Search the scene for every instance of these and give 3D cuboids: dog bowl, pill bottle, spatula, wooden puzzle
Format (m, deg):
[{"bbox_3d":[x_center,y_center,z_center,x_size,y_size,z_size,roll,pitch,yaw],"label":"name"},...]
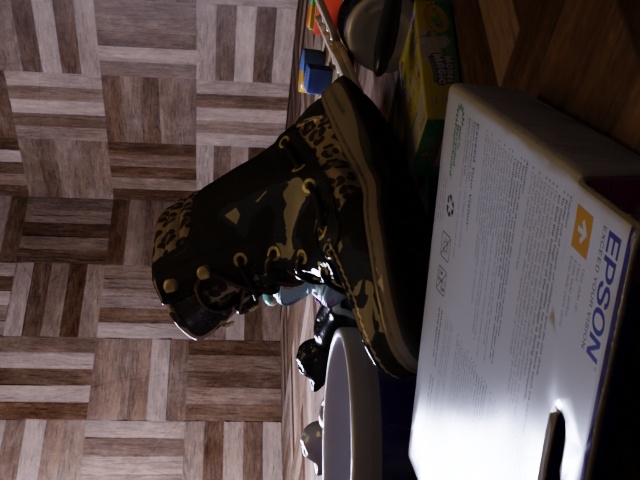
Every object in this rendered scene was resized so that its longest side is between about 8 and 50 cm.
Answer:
[{"bbox_3d":[0.067,0.226,1.037,0.265,0.104,0.264,-179,90,-85],"label":"dog bowl"},{"bbox_3d":[0.070,-0.267,1.194,0.169,0.094,0.094,-105,17,-70],"label":"pill bottle"},{"bbox_3d":[0.100,-0.305,1.033,0.084,0.030,0.296,110,180,-74],"label":"spatula"},{"bbox_3d":[0.008,-0.386,1.894,0.322,0.081,0.347,-108,20,-72],"label":"wooden puzzle"}]

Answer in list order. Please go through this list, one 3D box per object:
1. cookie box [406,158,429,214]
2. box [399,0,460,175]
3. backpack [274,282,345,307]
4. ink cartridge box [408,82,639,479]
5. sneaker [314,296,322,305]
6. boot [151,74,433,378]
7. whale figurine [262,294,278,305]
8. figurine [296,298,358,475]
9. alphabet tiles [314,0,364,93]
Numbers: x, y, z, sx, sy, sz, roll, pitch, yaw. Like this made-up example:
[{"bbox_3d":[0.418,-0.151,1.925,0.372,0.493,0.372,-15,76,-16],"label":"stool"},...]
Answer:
[{"bbox_3d":[0.098,-0.035,1.118,0.092,0.040,0.107,152,119,-82],"label":"cookie box"},{"bbox_3d":[0.113,-0.169,1.012,0.105,0.043,0.179,101,167,-60],"label":"box"},{"bbox_3d":[0.000,0.000,1.213,0.144,0.188,0.165,50,145,24],"label":"backpack"},{"bbox_3d":[0.134,0.089,0.620,0.330,0.072,0.324,-112,25,-68],"label":"ink cartridge box"},{"bbox_3d":[-0.004,0.098,1.955,0.170,0.068,0.071,131,132,-82],"label":"sneaker"},{"bbox_3d":[-0.030,0.025,1.006,0.138,0.284,0.377,39,-152,-46],"label":"boot"},{"bbox_3d":[-0.071,-0.008,1.943,0.272,0.141,0.216,-62,13,15],"label":"whale figurine"},{"bbox_3d":[0.022,0.195,1.318,0.209,0.092,0.214,123,151,-50],"label":"figurine"},{"bbox_3d":[0.037,-0.210,1.261,0.284,0.021,0.277,-104,-11,-66],"label":"alphabet tiles"}]
